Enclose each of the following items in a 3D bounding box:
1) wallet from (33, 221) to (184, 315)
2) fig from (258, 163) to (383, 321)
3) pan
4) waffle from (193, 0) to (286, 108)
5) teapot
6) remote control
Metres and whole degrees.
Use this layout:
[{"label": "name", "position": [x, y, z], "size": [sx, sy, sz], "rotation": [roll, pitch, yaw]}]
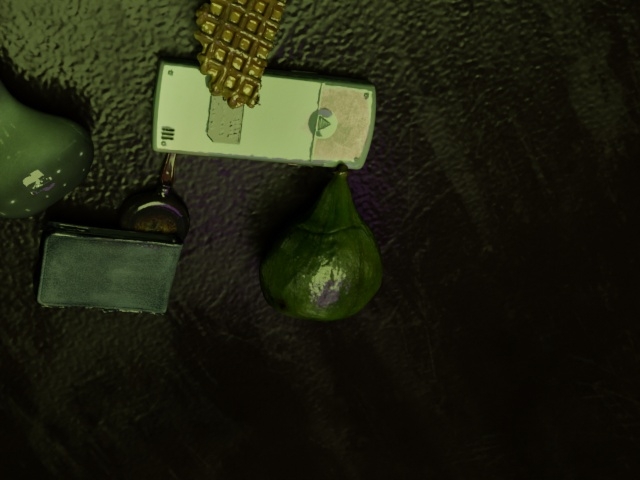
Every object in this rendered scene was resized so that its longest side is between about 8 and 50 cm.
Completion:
[{"label": "wallet", "position": [-0.340, 0.046, 1.615], "size": [0.222, 0.036, 0.167], "rotation": [5, 130, -17]}, {"label": "fig", "position": [0.000, 0.000, 1.598], "size": [0.203, 0.203, 0.235], "rotation": [-5, 114, -10]}, {"label": "pan", "position": [-0.247, -0.069, 1.598], "size": [0.114, 0.040, 0.212], "rotation": [11, 113, -23]}, {"label": "waffle", "position": [-0.105, -0.291, 1.487], "size": [0.160, 0.046, 0.192], "rotation": [-15, 97, -12]}, {"label": "teapot", "position": [-0.450, -0.163, 1.444], "size": [0.183, 0.183, 0.251], "rotation": [-32, 105, 4]}, {"label": "remote control", "position": [-0.084, -0.193, 1.560], "size": [0.344, 0.050, 0.145], "rotation": [5, 108, -15]}]
